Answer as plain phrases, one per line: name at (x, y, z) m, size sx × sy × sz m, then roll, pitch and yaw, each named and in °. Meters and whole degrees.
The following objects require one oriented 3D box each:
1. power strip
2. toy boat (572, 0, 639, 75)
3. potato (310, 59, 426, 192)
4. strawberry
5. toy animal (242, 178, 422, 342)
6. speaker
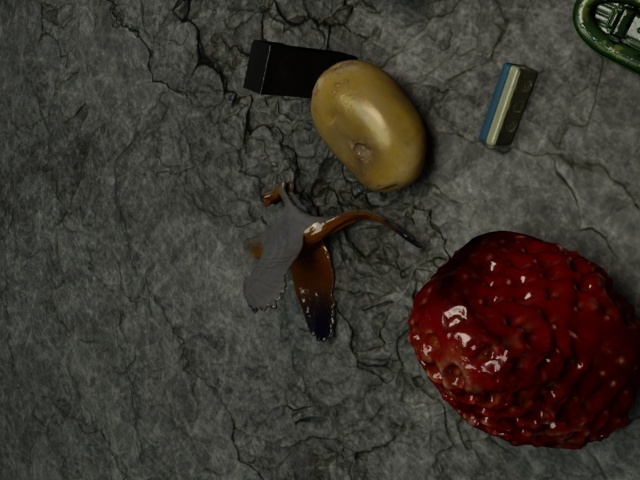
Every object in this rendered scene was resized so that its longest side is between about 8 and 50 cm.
power strip at (0.275, -0.197, 1.260) m, size 0.032 × 0.056 × 0.123 m, roll 31°, pitch 114°, yaw 35°
toy boat at (0.424, -0.272, 1.122) m, size 0.210 × 0.052 × 0.104 m, roll 39°, pitch 120°, yaw 32°
potato at (0.084, -0.188, 1.380) m, size 0.234 × 0.146 × 0.150 m, roll 51°, pitch 168°, yaw 10°
strawberry at (0.244, 0.140, 1.124) m, size 0.295 × 0.345 × 0.317 m, roll -42°, pitch 67°, yaw 34°
toy animal at (-0.012, -0.015, 1.493) m, size 0.284 × 0.225 × 0.302 m, roll -42°, pitch 53°, yaw 16°
speaker at (-0.029, -0.280, 1.417) m, size 0.044 × 0.218 × 0.082 m, roll 26°, pitch 112°, yaw 36°
